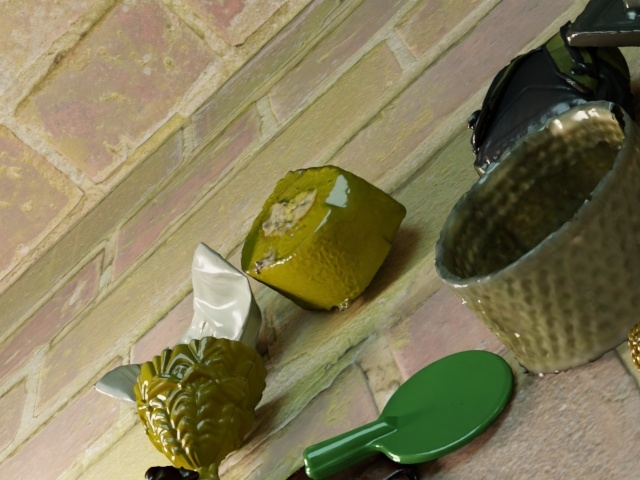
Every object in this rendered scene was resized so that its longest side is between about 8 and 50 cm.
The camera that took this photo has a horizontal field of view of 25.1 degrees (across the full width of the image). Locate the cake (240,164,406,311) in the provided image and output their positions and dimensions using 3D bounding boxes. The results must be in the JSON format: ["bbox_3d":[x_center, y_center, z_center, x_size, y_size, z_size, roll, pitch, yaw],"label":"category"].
[{"bbox_3d":[0.000,0.000,2.020,0.179,0.156,0.260,-64,19,-10],"label":"cake"}]

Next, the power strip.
[{"bbox_3d":[0.447,-0.320,1.706,0.257,0.092,0.251,4,43,35],"label":"power strip"}]

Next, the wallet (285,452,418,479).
[{"bbox_3d":[0.040,0.281,1.562,0.137,0.031,0.255,-42,21,-2],"label":"wallet"}]

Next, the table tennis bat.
[{"bbox_3d":[0.095,0.199,1.567,0.257,0.039,0.160,-26,25,15],"label":"table tennis bat"}]

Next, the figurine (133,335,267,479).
[{"bbox_3d":[-0.160,0.294,1.818,0.187,0.168,0.315,-12,40,10],"label":"figurine"}]

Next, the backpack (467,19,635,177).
[{"bbox_3d":[0.289,-0.168,1.786,0.207,0.140,0.253,-28,29,32],"label":"backpack"}]

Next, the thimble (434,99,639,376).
[{"bbox_3d":[0.263,-0.006,1.504,0.271,0.150,0.271,-39,20,18],"label":"thimble"}]

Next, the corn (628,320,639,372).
[{"bbox_3d":[0.365,0.065,1.284,0.207,0.068,0.068,-31,24,33],"label":"corn"}]

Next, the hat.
[{"bbox_3d":[-0.184,0.167,2.122,0.258,0.168,0.301,-53,-4,-10],"label":"hat"}]
